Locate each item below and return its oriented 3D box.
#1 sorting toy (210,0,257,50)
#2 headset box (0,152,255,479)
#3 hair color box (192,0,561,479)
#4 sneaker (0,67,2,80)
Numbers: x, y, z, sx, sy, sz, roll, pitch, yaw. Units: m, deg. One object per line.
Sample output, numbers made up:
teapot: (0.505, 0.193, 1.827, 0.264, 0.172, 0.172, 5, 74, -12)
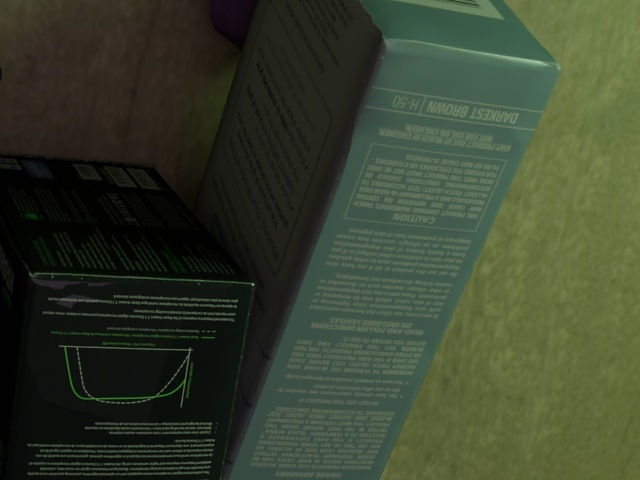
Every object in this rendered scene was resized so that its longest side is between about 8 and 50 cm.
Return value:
sorting toy: (0.067, -0.269, 0.921, 0.126, 0.127, 0.365, 19, 106, -55)
headset box: (-0.157, 0.113, 0.875, 0.131, 0.246, 0.283, 3, 108, -22)
hair color box: (0.000, 0.000, 0.868, 0.114, 0.185, 0.374, 6, 124, -23)
sneaker: (-0.213, -0.208, 0.829, 0.163, 0.086, 0.226, -32, 117, -6)
